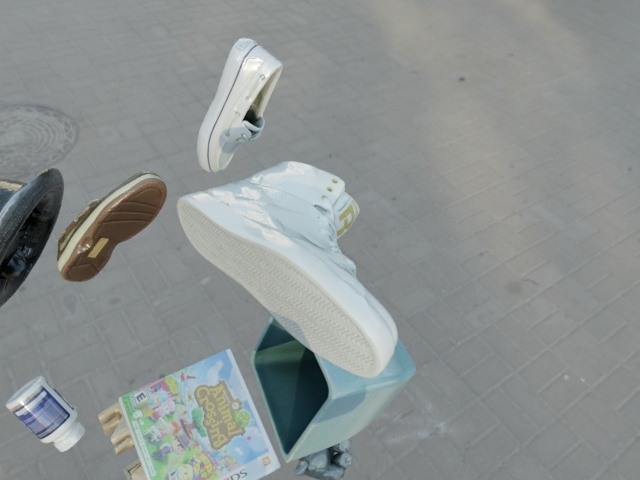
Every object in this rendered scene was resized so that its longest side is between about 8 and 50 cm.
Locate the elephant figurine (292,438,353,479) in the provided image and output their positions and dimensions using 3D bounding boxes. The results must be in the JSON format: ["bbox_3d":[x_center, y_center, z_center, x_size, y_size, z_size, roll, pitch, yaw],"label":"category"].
[{"bbox_3d":[-0.013,0.655,1.596,0.186,0.239,0.169,33,66,-15],"label":"elephant figurine"}]

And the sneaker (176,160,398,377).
[{"bbox_3d":[0.000,0.000,0.534,0.169,0.108,0.293,-29,49,-32],"label":"sneaker"}]

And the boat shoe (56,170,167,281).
[{"bbox_3d":[-0.374,-0.042,0.894,0.257,0.095,0.095,-40,60,14],"label":"boat shoe"}]

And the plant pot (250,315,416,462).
[{"bbox_3d":[0.039,0.259,1.052,0.252,0.247,0.247,2,43,-32],"label":"plant pot"}]

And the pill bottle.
[{"bbox_3d":[-0.632,0.407,1.203,0.169,0.094,0.094,55,49,-16],"label":"pill bottle"}]

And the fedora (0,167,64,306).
[{"bbox_3d":[-0.605,-0.018,0.939,0.153,0.334,0.334,26,44,-15],"label":"fedora"}]

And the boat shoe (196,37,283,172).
[{"bbox_3d":[-0.121,-0.179,0.768,0.076,0.226,0.083,34,42,7],"label":"boat shoe"}]

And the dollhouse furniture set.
[{"bbox_3d":[-0.366,0.576,1.361,0.257,0.394,0.362,-29,73,-31],"label":"dollhouse furniture set"}]

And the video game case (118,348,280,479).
[{"bbox_3d":[-0.195,0.310,0.836,0.193,0.023,0.212,-22,73,-19],"label":"video game case"}]
